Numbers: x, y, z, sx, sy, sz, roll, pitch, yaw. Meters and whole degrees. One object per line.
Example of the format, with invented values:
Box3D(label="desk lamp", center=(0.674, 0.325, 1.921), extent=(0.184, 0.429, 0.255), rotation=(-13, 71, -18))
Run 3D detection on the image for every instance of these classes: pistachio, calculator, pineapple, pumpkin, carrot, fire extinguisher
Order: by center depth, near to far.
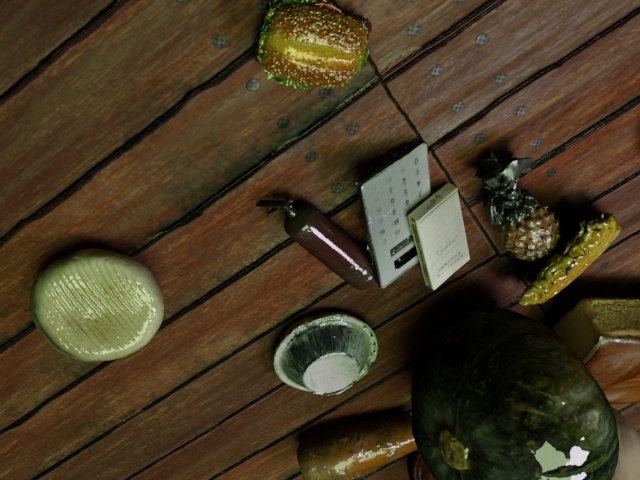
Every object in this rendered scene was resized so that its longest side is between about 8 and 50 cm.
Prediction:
Box3D(label="calculator", center=(0.146, -0.039, 1.128), extent=(0.161, 0.021, 0.262), rotation=(-35, 134, -21))
Box3D(label="fire extinguisher", center=(0.000, 0.000, 1.136), extent=(0.089, 0.072, 0.267), rotation=(-9, 142, 43))
Box3D(label="pineapple", center=(0.362, -0.070, 1.152), extent=(0.111, 0.119, 0.237), rotation=(1, 142, 46))
Box3D(label="pumpkin", center=(0.390, 0.359, 1.281), extent=(0.344, 0.454, 0.454), rotation=(-18, 133, -25))
Box3D(label="pistachio", center=(0.641, 0.498, 1.442), extent=(0.226, 0.332, 0.208), rotation=(33, 124, 12))
Box3D(label="carrot", center=(0.091, 0.509, 1.527), extent=(0.302, 0.139, 0.139), rotation=(-20, 130, -8))

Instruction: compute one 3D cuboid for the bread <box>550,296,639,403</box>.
Box3D(label="bread", center=(0.686, 0.261, 1.430), extent=(0.333, 0.143, 0.323), rotation=(1, 141, -14))

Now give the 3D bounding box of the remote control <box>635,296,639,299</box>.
Box3D(label="remote control", center=(0.764, 0.158, 1.469), extent=(0.256, 0.045, 0.097), rotation=(-18, 137, 4))

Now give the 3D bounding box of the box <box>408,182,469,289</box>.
Box3D(label="box", center=(0.231, -0.005, 1.185), extent=(0.109, 0.029, 0.198), rotation=(-38, 133, -18))

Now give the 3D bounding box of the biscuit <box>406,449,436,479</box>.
Box3D(label="biscuit", center=(0.426, 0.590, 1.588), extent=(0.407, 0.091, 0.407), rotation=(3, 109, 8))

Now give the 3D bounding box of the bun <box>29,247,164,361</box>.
Box3D(label="bun", center=(-0.388, 0.109, 1.092), extent=(0.222, 0.127, 0.222), rotation=(-1, 99, -8))

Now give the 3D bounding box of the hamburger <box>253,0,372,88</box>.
Box3D(label="hamburger", center=(-0.008, -0.278, 0.895), extent=(0.166, 0.087, 0.137), rotation=(10, 125, -21))

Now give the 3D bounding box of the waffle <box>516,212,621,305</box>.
Box3D(label="waffle", center=(0.506, 0.043, 1.247), extent=(0.254, 0.052, 0.245), rotation=(-5, 136, -54))

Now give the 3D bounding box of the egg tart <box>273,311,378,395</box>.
Box3D(label="egg tart", center=(0.014, 0.255, 1.323), extent=(0.234, 0.094, 0.234), rotation=(-6, 127, -8))
